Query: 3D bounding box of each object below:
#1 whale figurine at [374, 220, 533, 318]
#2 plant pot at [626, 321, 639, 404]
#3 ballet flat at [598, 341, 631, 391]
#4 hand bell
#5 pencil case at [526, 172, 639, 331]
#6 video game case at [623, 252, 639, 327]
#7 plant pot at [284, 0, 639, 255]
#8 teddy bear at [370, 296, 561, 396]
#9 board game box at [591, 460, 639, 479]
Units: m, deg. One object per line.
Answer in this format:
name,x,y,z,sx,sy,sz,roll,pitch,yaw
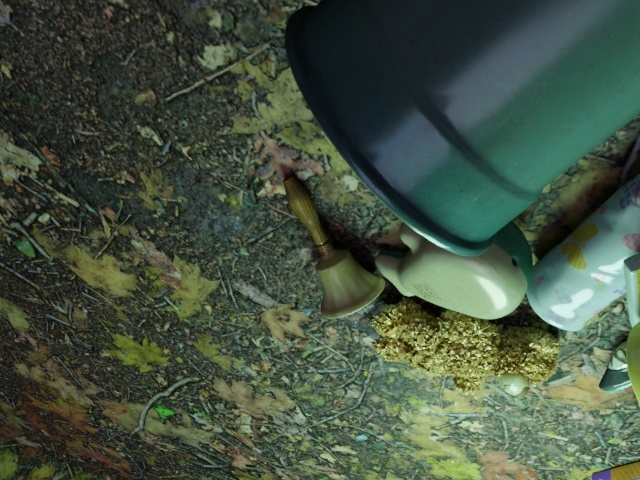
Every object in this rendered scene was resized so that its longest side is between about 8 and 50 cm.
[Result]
whale figurine,0.209,0.029,0.950,0.216,0.141,0.272,44,155,-19
plant pot,0.539,0.152,0.744,0.254,0.254,0.239,39,142,-15
ballet flat,0.542,0.193,1.000,0.074,0.074,0.203,36,139,-13
hand bell,0.000,0.000,1.018,0.126,0.126,0.242,-19,110,33
pencil case,0.416,0.021,0.854,0.124,0.113,0.273,18,136,-13
video game case,0.513,0.040,0.795,0.206,0.026,0.227,-25,144,15
plant pot,0.201,-0.211,0.596,0.341,0.341,0.334,42,124,-18
teddy bear,0.250,0.203,1.083,0.338,0.113,0.245,21,137,2
board game box,0.773,0.636,1.101,0.356,0.356,0.356,37,133,-13
